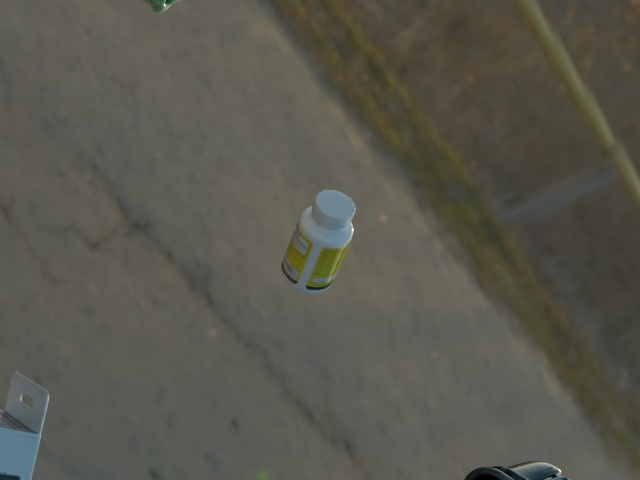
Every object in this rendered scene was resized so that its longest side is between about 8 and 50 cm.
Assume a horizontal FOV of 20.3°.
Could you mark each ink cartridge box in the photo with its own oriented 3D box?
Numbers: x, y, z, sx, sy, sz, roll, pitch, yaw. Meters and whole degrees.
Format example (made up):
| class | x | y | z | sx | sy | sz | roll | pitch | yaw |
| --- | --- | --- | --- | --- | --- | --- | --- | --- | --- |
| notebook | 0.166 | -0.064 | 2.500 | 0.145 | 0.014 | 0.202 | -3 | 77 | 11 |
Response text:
| class | x | y | z | sx | sy | sz | roll | pitch | yaw |
| --- | --- | --- | --- | --- | --- | --- | --- | --- | --- |
| ink cartridge box | -0.299 | 0.206 | 1.570 | 0.060 | 0.180 | 0.104 | 12 | 1 | -29 |

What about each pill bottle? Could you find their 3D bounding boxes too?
| class | x | y | z | sx | sy | sz | roll | pitch | yaw |
| --- | --- | --- | --- | --- | --- | --- | --- | --- | --- |
| pill bottle | 0.000 | 0.000 | 2.046 | 0.065 | 0.116 | 0.065 | 13 | 42 | -12 |

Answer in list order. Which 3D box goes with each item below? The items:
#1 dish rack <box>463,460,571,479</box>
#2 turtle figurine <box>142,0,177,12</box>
| class | x | y | z | sx | sy | sz | roll | pitch | yaw |
| --- | --- | --- | --- | --- | --- | --- | --- | --- | --- |
| dish rack | 0.195 | 0.282 | 1.165 | 0.271 | 0.208 | 0.074 | 32 | 32 | 32 |
| turtle figurine | -0.134 | -0.322 | 1.670 | 0.274 | 0.266 | 0.198 | 29 | 76 | -33 |
